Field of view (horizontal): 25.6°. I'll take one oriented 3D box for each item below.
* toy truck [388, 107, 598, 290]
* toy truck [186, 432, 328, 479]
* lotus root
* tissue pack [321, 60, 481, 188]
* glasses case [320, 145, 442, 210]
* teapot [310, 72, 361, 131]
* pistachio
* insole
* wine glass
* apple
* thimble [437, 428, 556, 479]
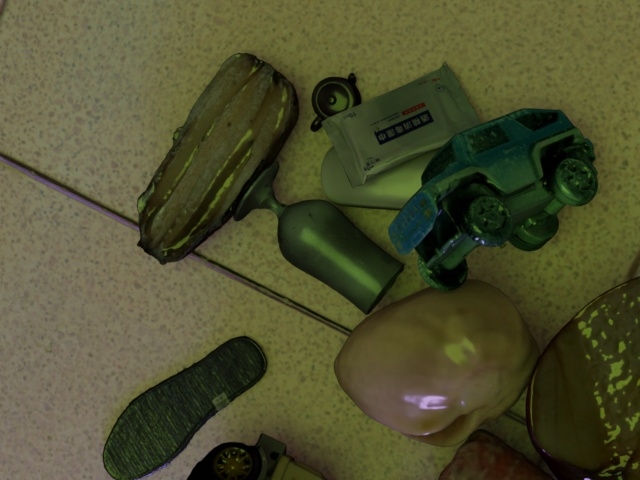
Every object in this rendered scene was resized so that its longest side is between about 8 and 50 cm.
[{"bbox_3d":[0.218,-0.058,1.780,0.156,0.279,0.155,59,147,15],"label":"toy truck"},{"bbox_3d":[-0.106,0.469,1.880,0.254,0.180,0.405,21,61,11],"label":"toy truck"},{"bbox_3d":[-0.139,-0.101,1.990,0.167,0.078,0.329,46,107,33],"label":"lotus root"},{"bbox_3d":[0.109,-0.155,1.898,0.193,0.026,0.122,-25,58,1],"label":"tissue pack"},{"bbox_3d":[0.114,-0.085,1.919,0.233,0.059,0.092,3,86,16],"label":"glasses case"},{"bbox_3d":[0.018,-0.191,1.949,0.068,0.045,0.100,40,102,12],"label":"teapot"},{"bbox_3d":[0.141,0.156,1.837,0.318,0.193,0.213,-7,62,51],"label":"pistachio"},{"bbox_3d":[-0.202,0.247,2.058,0.309,0.012,0.110,-36,82,16],"label":"insole"},{"bbox_3d":[0.000,0.000,1.936,0.231,0.103,0.103,37,102,9],"label":"wine glass"},{"bbox_3d":[0.440,0.204,1.731,0.365,0.329,0.295,-47,44,3],"label":"apple"},{"bbox_3d":[0.203,0.371,1.832,0.162,0.239,0.239,39,103,9],"label":"thimble"}]
